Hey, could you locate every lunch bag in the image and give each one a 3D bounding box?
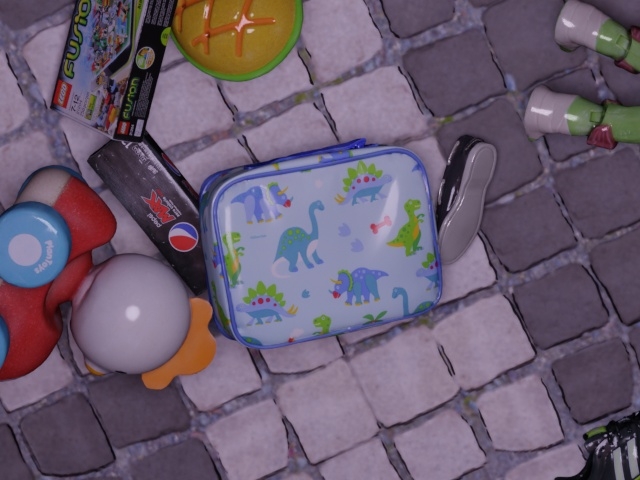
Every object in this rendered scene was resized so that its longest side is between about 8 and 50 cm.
[{"bbox_3d":[0.000,0.000,1.849,0.219,0.090,0.176,-12,98,-15],"label":"lunch bag"}]

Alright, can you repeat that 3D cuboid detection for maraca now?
[{"bbox_3d":[-0.093,-0.229,1.840,0.127,0.099,0.185,-43,69,4],"label":"maraca"}]

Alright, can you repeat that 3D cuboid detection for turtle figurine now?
[{"bbox_3d":[0.343,-0.119,1.835,0.266,0.275,0.197,20,124,19],"label":"turtle figurine"}]

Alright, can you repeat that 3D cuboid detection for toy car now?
[{"bbox_3d":[-0.214,0.072,1.834,0.238,0.219,0.210,32,100,-7],"label":"toy car"}]

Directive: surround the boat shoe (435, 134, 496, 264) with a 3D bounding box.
[{"bbox_3d":[0.130,-0.039,1.889,0.046,0.038,0.125,2,110,-40],"label":"boat shoe"}]

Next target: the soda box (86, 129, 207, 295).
[{"bbox_3d":[-0.147,-0.031,1.893,0.060,0.053,0.169,-37,96,8],"label":"soda box"}]

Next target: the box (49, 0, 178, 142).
[{"bbox_3d":[-0.185,-0.204,1.840,0.036,0.114,0.207,6,103,-42],"label":"box"}]

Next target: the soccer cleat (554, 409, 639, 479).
[{"bbox_3d":[0.299,0.194,1.911,0.072,0.060,0.179,39,102,-3],"label":"soccer cleat"}]
